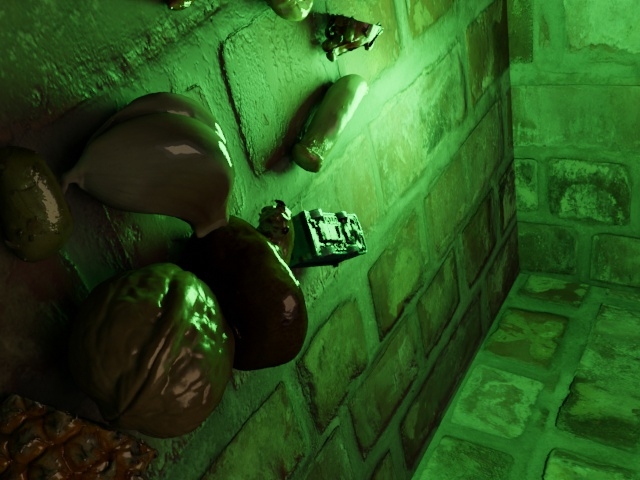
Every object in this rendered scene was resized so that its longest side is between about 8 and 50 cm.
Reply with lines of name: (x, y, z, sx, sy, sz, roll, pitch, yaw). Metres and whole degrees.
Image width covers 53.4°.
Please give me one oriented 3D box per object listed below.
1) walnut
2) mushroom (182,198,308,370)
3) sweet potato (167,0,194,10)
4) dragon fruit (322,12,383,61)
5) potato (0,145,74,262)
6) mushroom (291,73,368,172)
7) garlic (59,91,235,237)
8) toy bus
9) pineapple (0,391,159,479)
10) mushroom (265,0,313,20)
walnut: (-0.290, 0.189, 1.109, 0.313, 0.252, 0.277, -85, 153, -60)
mushroom: (-0.130, 0.101, 1.329, 0.260, 0.345, 0.345, -25, 121, -29)
sweet potato: (-0.266, -0.457, 1.213, 0.095, 0.034, 0.034, -50, 138, -54)
dragon fruit: (0.071, -0.536, 1.651, 0.142, 0.138, 0.175, 40, 95, -14)
potato: (-0.450, -0.057, 0.991, 0.105, 0.085, 0.188, -16, 112, -13)
mushroom: (0.031, -0.319, 1.663, 0.351, 0.095, 0.122, -58, 161, -29)
garlic: (-0.306, -0.156, 1.145, 0.340, 0.231, 0.246, 2, 141, -41)
toy bus: (0.000, 0.000, 1.644, 0.256, 0.147, 0.128, 0, 70, -58)
pineapple: (-0.416, 0.447, 1.069, 0.344, 0.209, 0.286, 48, 59, -53)
mushroom: (-0.066, -0.566, 1.418, 0.148, 0.112, 0.148, -1, 91, -54)
